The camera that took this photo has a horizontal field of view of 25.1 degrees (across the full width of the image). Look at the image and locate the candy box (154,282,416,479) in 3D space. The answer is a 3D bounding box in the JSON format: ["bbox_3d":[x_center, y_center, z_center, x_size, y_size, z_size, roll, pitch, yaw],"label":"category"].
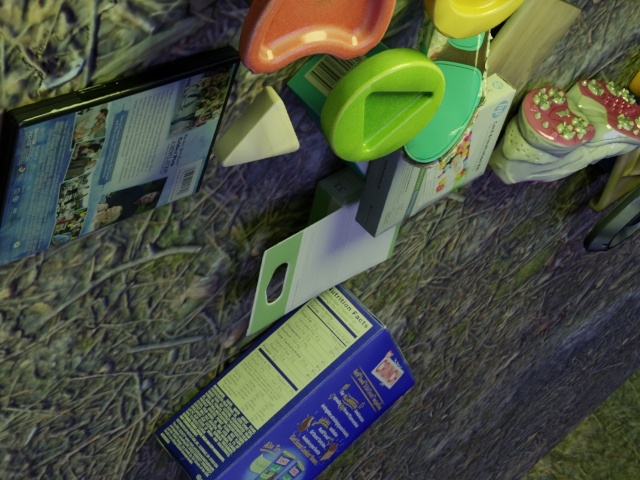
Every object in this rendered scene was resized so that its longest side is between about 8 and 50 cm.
[{"bbox_3d":[-0.037,0.224,1.940,0.317,0.122,0.268,-41,155,-6],"label":"candy box"}]

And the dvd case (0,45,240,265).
[{"bbox_3d":[-0.191,-0.079,1.322,0.253,0.022,0.180,-23,148,-39],"label":"dvd case"}]

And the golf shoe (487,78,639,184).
[{"bbox_3d":[0.345,-0.145,1.992,0.306,0.115,0.140,-6,147,-46],"label":"golf shoe"}]

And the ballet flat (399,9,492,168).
[{"bbox_3d":[0.136,-0.188,1.506,0.077,0.091,0.241,146,-39,-87],"label":"ballet flat"}]

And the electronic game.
[{"bbox_3d":[0.508,-0.061,2.282,0.229,0.048,0.229,-36,165,-11],"label":"electronic game"}]

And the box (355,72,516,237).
[{"bbox_3d":[0.130,-0.097,1.634,0.186,0.038,0.145,-30,152,-33],"label":"box"}]

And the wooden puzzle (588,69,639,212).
[{"bbox_3d":[0.564,-0.224,2.239,0.322,0.080,0.348,-31,158,-26],"label":"wooden puzzle"}]

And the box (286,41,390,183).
[{"bbox_3d":[0.050,-0.140,1.561,0.100,0.060,0.244,-45,156,-1],"label":"box"}]

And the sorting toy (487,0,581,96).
[{"bbox_3d":[0.234,-0.248,1.697,0.274,0.046,0.132,-53,155,20],"label":"sorting toy"}]

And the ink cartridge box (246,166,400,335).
[{"bbox_3d":[0.000,0.000,1.717,0.235,0.056,0.171,-26,150,-29],"label":"ink cartridge box"}]

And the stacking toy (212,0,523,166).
[{"bbox_3d":[0.020,-0.213,1.346,0.309,0.130,0.279,-7,141,-39],"label":"stacking toy"}]
